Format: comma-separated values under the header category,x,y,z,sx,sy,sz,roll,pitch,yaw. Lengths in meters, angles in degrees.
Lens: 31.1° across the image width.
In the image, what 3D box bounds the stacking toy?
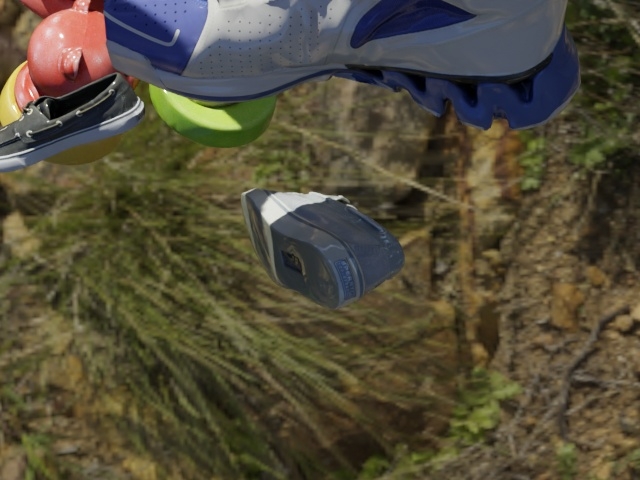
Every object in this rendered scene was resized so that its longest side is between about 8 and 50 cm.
category,x,y,z,sx,sy,sz,roll,pitch,yaw
stacking toy,-0.171,-0.232,1.134,0.130,0.280,0.308,122,143,-52

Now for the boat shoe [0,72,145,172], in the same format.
category,x,y,z,sx,sy,sz,roll,pitch,yaw
boat shoe,-0.204,-0.092,0.876,0.049,0.142,0.040,-94,-16,-54

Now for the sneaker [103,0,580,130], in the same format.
category,x,y,z,sx,sy,sz,roll,pitch,yaw
sneaker,0.021,-0.182,0.731,0.182,0.316,0.127,91,-173,-55

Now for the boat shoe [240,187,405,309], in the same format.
category,x,y,z,sx,sy,sz,roll,pitch,yaw
boat shoe,0.000,-0.001,0.985,0.227,0.081,0.079,31,136,61

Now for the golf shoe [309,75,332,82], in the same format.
category,x,y,z,sx,sy,sz,roll,pitch,yaw
golf shoe,-0.080,-0.205,1.365,0.077,0.198,0.093,121,159,-61
